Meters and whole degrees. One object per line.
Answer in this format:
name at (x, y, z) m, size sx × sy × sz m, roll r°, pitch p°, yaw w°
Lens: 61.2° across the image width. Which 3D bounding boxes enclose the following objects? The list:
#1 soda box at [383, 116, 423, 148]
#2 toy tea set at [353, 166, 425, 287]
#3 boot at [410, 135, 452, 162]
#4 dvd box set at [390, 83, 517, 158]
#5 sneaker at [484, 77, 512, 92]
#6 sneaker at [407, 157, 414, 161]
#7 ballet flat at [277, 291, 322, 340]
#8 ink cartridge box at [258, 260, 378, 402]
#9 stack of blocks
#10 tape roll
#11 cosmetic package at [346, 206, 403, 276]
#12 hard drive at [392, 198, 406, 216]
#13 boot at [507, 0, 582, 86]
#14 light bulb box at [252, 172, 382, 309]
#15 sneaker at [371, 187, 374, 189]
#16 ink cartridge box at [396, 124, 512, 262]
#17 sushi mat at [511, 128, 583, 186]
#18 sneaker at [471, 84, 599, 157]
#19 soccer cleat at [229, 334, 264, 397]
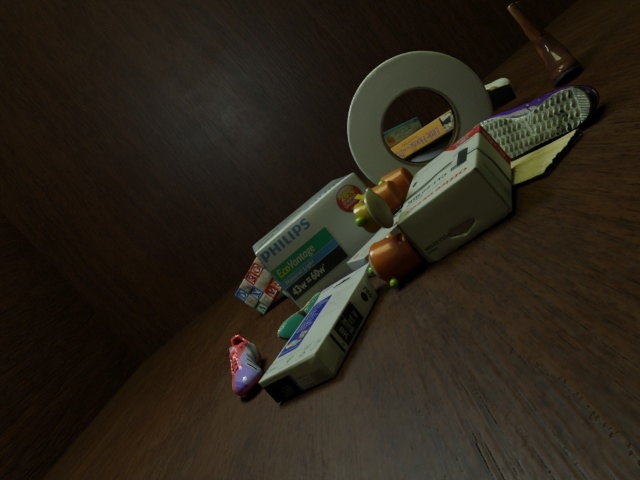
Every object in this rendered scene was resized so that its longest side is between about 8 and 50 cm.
soda box at (0.283, -0.379, 1.953) m, size 0.183 × 0.063 × 0.058 m, roll -29°, pitch 1°, yaw -27°
toy tea set at (0.150, -0.037, 1.197) m, size 0.124 × 0.200 × 0.336 m, roll -35°, pitch 6°, yaw 30°
boot at (0.425, -0.295, 1.835) m, size 0.258 × 0.095 × 0.123 m, roll -24°, pitch 10°, yaw 41°
dvd box set at (0.421, -0.381, 1.864) m, size 0.308 × 0.062 × 0.420 m, roll -29°, pitch 1°, yaw -34°
sneaker at (0.657, -0.584, 2.269) m, size 0.123 × 0.106 × 0.290 m, roll -41°, pitch 8°, yaw -24°
sneaker at (0.297, -0.245, 2.002) m, size 0.234 × 0.078 × 0.106 m, roll -30°, pitch 10°, yaw -39°
ballet flat at (-0.037, 0.198, 1.355) m, size 0.168 × 0.057 × 0.052 m, roll -39°, pitch -22°, yaw -22°
ink cartridge box at (0.015, 0.177, 1.105) m, size 0.165 × 0.065 × 0.332 m, roll -35°, pitch 10°, yaw 36°
stack of blocks at (-0.157, 0.120, 1.910) m, size 0.297 × 0.171 × 0.087 m, roll -57°, pitch -2°, yaw 29°
tape roll at (0.266, -0.305, 1.461) m, size 0.392 × 0.392 × 0.072 m, roll -39°, pitch 7°, yaw 12°
cosmetic package at (0.179, -0.005, 1.379) m, size 0.239 × 0.060 × 0.099 m, roll -43°, pitch 7°, yaw -25°
hard drive at (0.286, -0.133, 1.633) m, size 0.255 × 0.054 × 0.172 m, roll -41°, pitch 7°, yaw -4°
boot at (0.679, -0.620, 1.657) m, size 0.096 × 0.280 × 0.264 m, roll -35°, pitch 9°, yaw 38°
light bulb box at (0.000, 0.000, 1.617) m, size 0.358 × 0.225 × 0.361 m, roll -40°, pitch 8°, yaw -4°
sneaker at (0.187, -0.141, 2.043) m, size 0.282 × 0.102 × 0.161 m, roll -33°, pitch 6°, yaw 44°
ink cartridge box at (0.283, -0.103, 1.125) m, size 0.197 × 0.114 × 0.273 m, roll -39°, pitch 12°, yaw 31°
sushi mat at (0.411, -0.144, 1.191) m, size 0.151 × 0.019 × 0.316 m, roll -45°, pitch 8°, yaw -25°
sneaker at (0.489, -0.269, 1.226) m, size 0.146 × 0.102 × 0.293 m, roll -32°, pitch 11°, yaw -38°
soccer cleat at (-0.188, 0.297, 1.296) m, size 0.083 × 0.095 × 0.248 m, roll -40°, pitch 7°, yaw 1°
